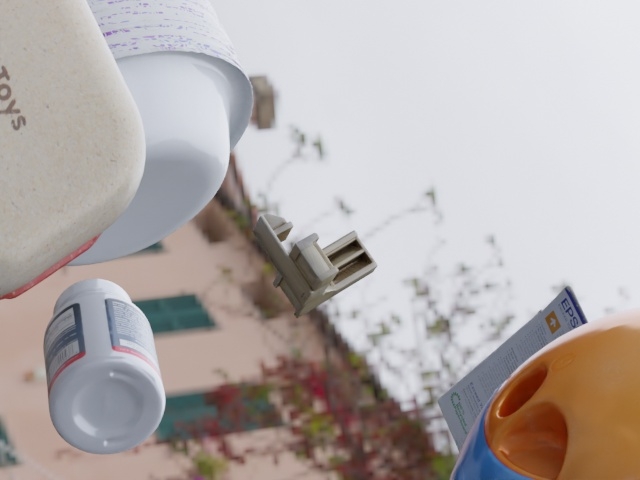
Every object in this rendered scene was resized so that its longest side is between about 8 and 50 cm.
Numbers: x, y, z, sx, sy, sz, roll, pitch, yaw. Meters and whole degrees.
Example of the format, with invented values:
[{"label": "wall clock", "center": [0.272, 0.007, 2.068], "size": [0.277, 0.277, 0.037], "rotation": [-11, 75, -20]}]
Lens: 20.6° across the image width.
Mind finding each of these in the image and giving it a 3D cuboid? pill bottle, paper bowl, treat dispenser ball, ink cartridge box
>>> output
[{"label": "pill bottle", "center": [-0.210, 0.113, 1.682], "size": [0.180, 0.108, 0.108], "rotation": [-111, -157, -61]}, {"label": "paper bowl", "center": [-0.192, -0.086, 1.508], "size": [0.148, 0.284, 0.284], "rotation": [63, -28, 24]}, {"label": "treat dispenser ball", "center": [0.213, 0.178, 1.015], "size": [0.288, 0.288, 0.288], "rotation": [174, -90, -69]}, {"label": "ink cartridge box", "center": [0.204, 0.178, 1.437], "size": [0.224, 0.045, 0.223], "rotation": [-49, -123, 50]}]

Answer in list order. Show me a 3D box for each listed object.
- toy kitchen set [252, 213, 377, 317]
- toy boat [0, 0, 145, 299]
[{"label": "toy kitchen set", "center": [0.000, 0.000, 1.286], "size": [0.068, 0.075, 0.083], "rotation": [55, -22, 10]}, {"label": "toy boat", "center": [-0.197, -0.084, 0.839], "size": [0.151, 0.151, 0.231], "rotation": [-4, -64, 49]}]
